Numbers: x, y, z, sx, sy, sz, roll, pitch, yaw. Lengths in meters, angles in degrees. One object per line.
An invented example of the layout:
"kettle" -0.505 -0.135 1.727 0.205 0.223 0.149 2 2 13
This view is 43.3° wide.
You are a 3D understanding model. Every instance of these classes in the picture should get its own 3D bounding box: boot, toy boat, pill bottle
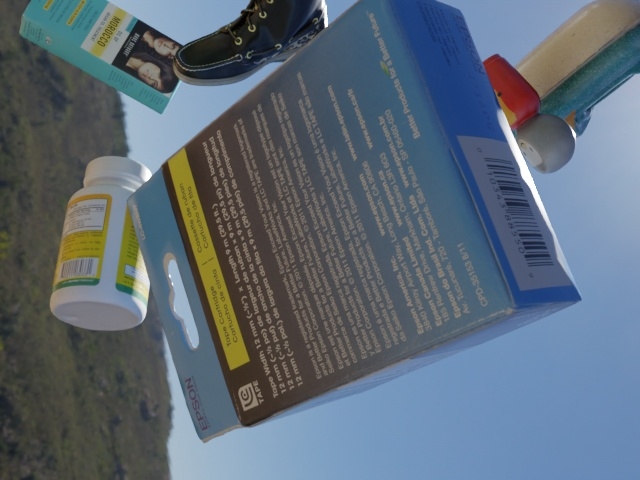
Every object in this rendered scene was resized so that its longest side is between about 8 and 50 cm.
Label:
"boot" -0.089 -0.311 1.078 0.085 0.237 0.178 59 -22 26
"toy boat" 0.299 -0.178 1.014 0.148 0.318 0.267 54 -51 7
"pill bottle" -0.273 0.001 1.040 0.117 0.118 0.208 111 -18 -62

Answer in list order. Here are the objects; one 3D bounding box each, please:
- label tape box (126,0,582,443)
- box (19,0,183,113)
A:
"label tape box" 0.000 0.000 0.668 0.348 0.115 0.249 -32 -109 40
"box" -0.327 -0.304 1.248 0.060 0.244 0.100 -35 -150 61
